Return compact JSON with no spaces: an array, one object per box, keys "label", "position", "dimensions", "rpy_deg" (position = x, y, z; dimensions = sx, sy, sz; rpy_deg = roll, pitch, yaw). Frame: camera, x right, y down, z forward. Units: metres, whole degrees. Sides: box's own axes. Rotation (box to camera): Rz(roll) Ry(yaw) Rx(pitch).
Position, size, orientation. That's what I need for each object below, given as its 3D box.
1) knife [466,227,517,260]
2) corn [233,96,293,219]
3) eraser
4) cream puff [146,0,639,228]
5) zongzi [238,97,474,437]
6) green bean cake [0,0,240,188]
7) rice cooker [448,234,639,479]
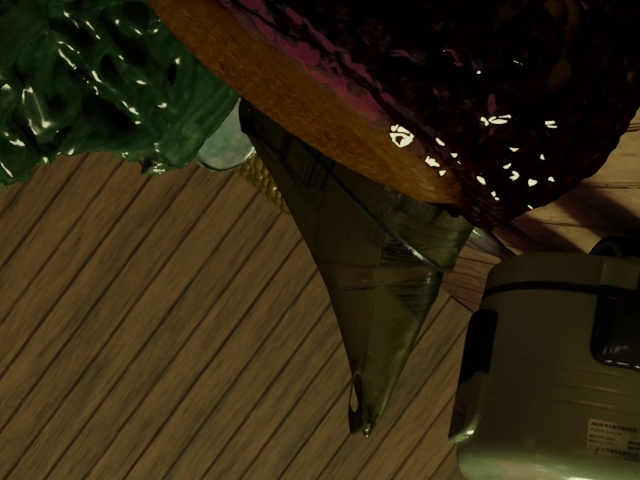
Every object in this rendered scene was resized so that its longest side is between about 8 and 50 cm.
[{"label":"knife","position":[0.163,-0.021,2.100],"dimensions":[0.132,0.038,0.398],"rpy_deg":[39,179,-5]},{"label":"corn","position":[-0.036,-0.115,1.978],"dimensions":[0.387,0.144,0.144],"rpy_deg":[40,180,30]},{"label":"eraser","position":[-0.157,-0.197,1.843],"dimensions":[0.174,0.081,0.227],"rpy_deg":[51,-172,-46]},{"label":"cream puff","position":[0.031,-0.117,0.695],"dimensions":[0.239,0.165,0.239],"rpy_deg":[36,177,2]},{"label":"zongzi","position":[0.000,0.000,1.645],"dimensions":[0.260,0.289,0.123],"rpy_deg":[27,180,17]},{"label":"green bean cake","position":[-0.213,-0.161,1.478],"dimensions":[0.169,0.300,0.308],"rpy_deg":[34,171,40]},{"label":"rice cooker","position":[0.228,0.116,1.470],"dimensions":[0.226,0.244,0.226],"rpy_deg":[14,166,4]}]
